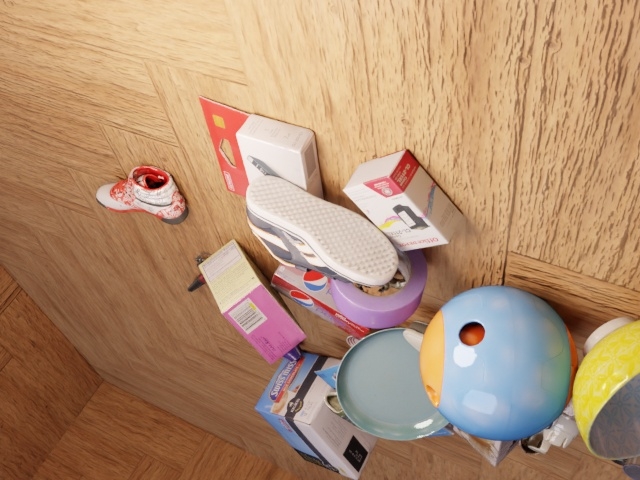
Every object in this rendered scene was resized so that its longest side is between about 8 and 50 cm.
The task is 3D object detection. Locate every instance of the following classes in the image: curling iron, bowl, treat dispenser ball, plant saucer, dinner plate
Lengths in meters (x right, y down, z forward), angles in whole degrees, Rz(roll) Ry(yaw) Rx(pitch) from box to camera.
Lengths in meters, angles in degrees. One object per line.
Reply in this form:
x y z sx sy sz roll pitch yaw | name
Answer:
-0.349 0.099 2.035 0.068 0.035 0.274 38 151 -3 | curling iron
0.544 0.225 1.199 0.289 0.290 0.156 61 -178 -42 | bowl
0.330 0.228 1.307 0.288 0.288 0.288 24 151 15 | treat dispenser ball
0.197 0.348 1.715 0.318 0.043 0.317 2 110 4 | plant saucer
0.137 0.284 1.857 0.141 0.017 0.141 21 155 10 | dinner plate

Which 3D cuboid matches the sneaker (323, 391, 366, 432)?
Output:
0.087 0.470 1.916 0.192 0.064 0.086 18 159 35 | sneaker

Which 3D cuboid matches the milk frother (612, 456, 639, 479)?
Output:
0.685 0.445 1.463 0.129 0.134 0.143 -7 133 50 | milk frother

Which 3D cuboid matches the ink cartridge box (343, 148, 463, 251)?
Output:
0.149 -0.067 1.248 0.175 0.072 0.127 45 149 -22 | ink cartridge box

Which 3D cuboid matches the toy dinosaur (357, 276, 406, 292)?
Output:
0.084 0.067 1.500 0.268 0.064 0.118 18 -173 24 | toy dinosaur

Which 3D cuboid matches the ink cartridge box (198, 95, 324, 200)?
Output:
-0.124 -0.135 1.417 0.261 0.066 0.296 19 149 20 | ink cartridge box

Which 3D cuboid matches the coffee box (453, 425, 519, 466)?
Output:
0.399 0.399 1.636 0.141 0.098 0.246 38 150 35 | coffee box

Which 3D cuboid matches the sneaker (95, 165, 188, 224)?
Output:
-0.460 -0.132 1.727 0.270 0.090 0.145 15 147 21 | sneaker

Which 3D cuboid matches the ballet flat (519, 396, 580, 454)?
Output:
0.544 0.435 1.615 0.108 0.106 0.316 26 151 10 | ballet flat

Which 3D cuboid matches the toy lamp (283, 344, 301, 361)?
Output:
-0.146 0.256 2.040 0.080 0.080 0.274 -1 136 45 | toy lamp

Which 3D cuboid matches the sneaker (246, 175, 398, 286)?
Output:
0.000 0.000 1.326 0.321 0.126 0.127 33 147 16 | sneaker

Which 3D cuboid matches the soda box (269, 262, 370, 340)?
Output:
0.013 0.131 1.680 0.263 0.083 0.092 30 152 1 | soda box

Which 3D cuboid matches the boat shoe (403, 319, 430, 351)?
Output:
0.334 0.243 1.537 0.305 0.091 0.109 23 159 18 | boat shoe

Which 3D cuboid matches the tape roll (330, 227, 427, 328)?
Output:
0.114 0.073 1.381 0.189 0.189 0.080 24 151 14 | tape roll

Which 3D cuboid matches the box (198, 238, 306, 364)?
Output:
-0.172 0.150 1.742 0.213 0.117 0.243 53 178 -35 | box

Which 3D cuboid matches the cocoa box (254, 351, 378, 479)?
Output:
0.008 0.538 2.166 0.228 0.231 0.347 6 142 40 | cocoa box

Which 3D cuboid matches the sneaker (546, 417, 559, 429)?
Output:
0.486 0.352 1.527 0.052 0.058 0.135 16 112 56 | sneaker

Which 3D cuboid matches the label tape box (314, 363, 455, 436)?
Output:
0.184 0.399 1.891 0.348 0.115 0.249 36 154 -7 | label tape box
